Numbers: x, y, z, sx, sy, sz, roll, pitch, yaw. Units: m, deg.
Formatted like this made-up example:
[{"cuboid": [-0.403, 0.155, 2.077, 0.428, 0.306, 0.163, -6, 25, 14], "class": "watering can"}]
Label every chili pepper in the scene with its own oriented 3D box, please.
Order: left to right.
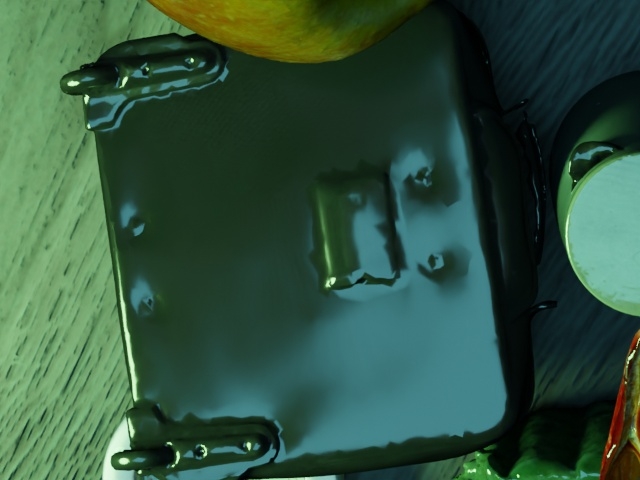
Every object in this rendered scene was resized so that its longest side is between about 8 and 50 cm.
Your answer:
[{"cuboid": [0.218, 0.159, 1.248, 0.059, 0.050, 0.268, 10, 120, 19], "class": "chili pepper"}]

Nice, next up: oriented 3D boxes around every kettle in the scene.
[{"cuboid": [0.253, -0.006, 1.294, 0.160, 0.243, 0.210, -36, 95, 16], "class": "kettle"}]

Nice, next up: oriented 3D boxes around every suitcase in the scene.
[{"cuboid": [0.000, 0.000, 1.346, 0.339, 0.188, 0.345, -9, 85, 14], "class": "suitcase"}]

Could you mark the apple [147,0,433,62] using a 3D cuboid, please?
[{"cuboid": [-0.021, -0.246, 1.162, 0.301, 0.301, 0.301, 2, 103, 10], "class": "apple"}]

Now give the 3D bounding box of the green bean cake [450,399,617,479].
[{"cuboid": [0.149, 0.296, 1.423, 0.308, 0.169, 0.300, -8, 101, 14], "class": "green bean cake"}]

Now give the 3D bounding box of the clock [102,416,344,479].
[{"cuboid": [-0.077, 0.174, 1.490, 0.198, 0.064, 0.172, 1, 92, 10], "class": "clock"}]
